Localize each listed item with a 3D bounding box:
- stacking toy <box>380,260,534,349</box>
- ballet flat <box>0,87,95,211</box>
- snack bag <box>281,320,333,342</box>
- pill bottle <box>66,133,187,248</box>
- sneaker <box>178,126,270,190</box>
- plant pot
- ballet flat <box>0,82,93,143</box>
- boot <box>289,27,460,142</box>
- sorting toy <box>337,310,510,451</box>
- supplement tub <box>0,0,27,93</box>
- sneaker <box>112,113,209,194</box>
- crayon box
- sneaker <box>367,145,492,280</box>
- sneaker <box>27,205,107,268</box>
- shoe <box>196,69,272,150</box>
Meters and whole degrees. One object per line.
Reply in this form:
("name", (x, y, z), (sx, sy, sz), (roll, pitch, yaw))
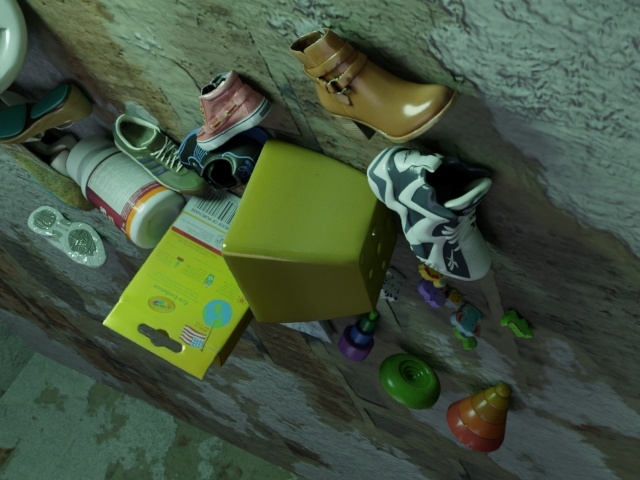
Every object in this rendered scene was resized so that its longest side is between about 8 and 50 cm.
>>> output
("stacking toy", (0.210, 0.108, 1.479), (0.221, 0.052, 0.167), (38, 156, -13))
("ballet flat", (-0.543, -0.189, 1.772), (0.348, 0.123, 0.123), (43, 154, -26))
("snack bag", (-0.143, 0.069, 1.851), (0.323, 0.037, 0.342), (20, 153, 27))
("pill bottle", (-0.352, -0.092, 1.651), (0.221, 0.121, 0.121), (38, 160, 26))
("sneaker", (-0.169, -0.124, 1.448), (0.081, 0.090, 0.232), (46, 153, -27))
("plant pot", (0.000, 0.000, 1.362), (0.187, 0.212, 0.212), (9, 149, 20))
("ballet flat", (-0.503, -0.211, 1.640), (0.232, 0.080, 0.073), (-14, 147, 31))
("boot", (0.056, -0.190, 1.080), (0.197, 0.073, 0.152), (-5, 132, 50))
("sorting toy", (0.211, 0.244, 1.717), (0.366, 0.127, 0.126), (33, 127, 6))
("supplement tub", (-0.636, -0.315, 1.483), (0.316, 0.228, 0.228), (-1, 140, 51))
("sneaker", (-0.276, -0.149, 1.559), (0.192, 0.064, 0.086), (33, 161, 7))
("crayon box", (-0.200, 0.072, 1.577), (0.202, 0.318, 0.081), (28, 156, 11))
("sneaker", (0.180, -0.031, 1.198), (0.235, 0.094, 0.153), (54, 158, -20))
("sneaker", (-0.597, 0.002, 2.230), (0.232, 0.090, 0.115), (33, 164, 21))
("shoe", (-0.148, -0.191, 1.337), (0.081, 0.063, 0.178), (44, 148, -21))
